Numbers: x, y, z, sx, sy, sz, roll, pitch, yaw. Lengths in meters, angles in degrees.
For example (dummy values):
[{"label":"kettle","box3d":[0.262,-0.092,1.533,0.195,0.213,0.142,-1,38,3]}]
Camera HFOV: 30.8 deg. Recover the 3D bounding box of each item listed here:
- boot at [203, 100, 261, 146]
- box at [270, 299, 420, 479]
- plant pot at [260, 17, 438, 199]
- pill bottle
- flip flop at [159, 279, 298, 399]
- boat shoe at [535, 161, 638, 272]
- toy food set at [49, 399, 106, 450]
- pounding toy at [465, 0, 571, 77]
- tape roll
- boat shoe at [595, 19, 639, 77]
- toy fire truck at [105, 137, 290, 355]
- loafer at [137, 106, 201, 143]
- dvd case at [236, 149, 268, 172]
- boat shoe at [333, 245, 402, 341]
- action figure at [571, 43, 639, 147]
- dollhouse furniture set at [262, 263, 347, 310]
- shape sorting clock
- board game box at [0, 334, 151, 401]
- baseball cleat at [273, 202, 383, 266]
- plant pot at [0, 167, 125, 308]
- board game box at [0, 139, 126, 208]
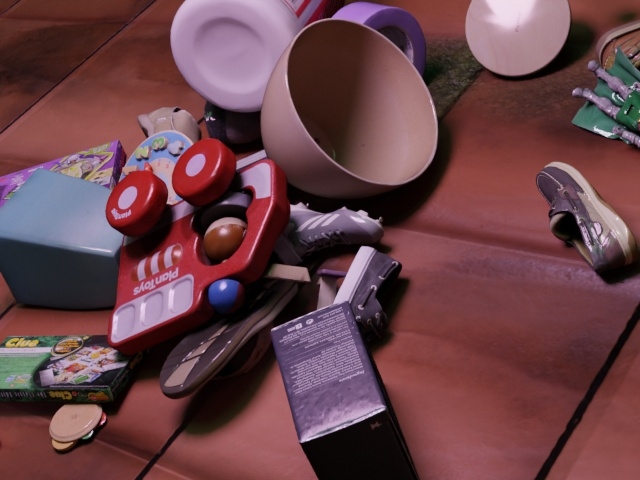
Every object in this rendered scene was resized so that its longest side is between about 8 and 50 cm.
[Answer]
[{"label":"boot","box3d":[-0.078,-0.286,2.140,0.222,0.118,0.338,-6,45,11]},{"label":"box","box3d":[0.029,0.201,1.391,0.108,0.153,0.207,-22,35,2]},{"label":"plant pot","box3d":[0.015,-0.178,1.828,0.191,0.284,0.284,-34,19,47]},{"label":"pill bottle","box3d":[-0.086,-0.415,2.037,0.229,0.229,0.408,-5,33,24]},{"label":"flip flop","box3d":[-0.114,0.142,1.618,0.112,0.080,0.277,-11,20,37]},{"label":"boat shoe","box3d":[0.346,-0.033,1.583,0.073,0.080,0.223,-23,40,-9]},{"label":"toy food set","box3d":[-0.343,0.255,1.638,0.082,0.020,0.083,-25,35,-3]},{"label":"pounding toy","box3d":[0.366,-0.387,1.993,0.183,0.110,0.237,39,104,20]},{"label":"tape roll","box3d":[0.088,-0.310,1.987,0.189,0.189,0.080,-42,39,-24]},{"label":"boat shoe","box3d":[0.588,-0.313,1.801,0.307,0.111,0.104,-25,38,14]},{"label":"toy fire truck","box3d":[-0.174,0.016,1.668,0.302,0.169,0.254,-22,50,26]},{"label":"loafer","box3d":[-0.256,-0.182,2.086,0.092,0.102,0.268,-34,36,-5]},{"label":"dvd case","box3d":[-0.142,-0.056,1.888,0.179,0.029,0.239,-20,32,30]},{"label":"boat shoe","box3d":[0.058,0.100,1.583,0.076,0.080,0.228,17,42,9]},{"label":"action figure","box3d":[0.466,-0.185,1.701,0.063,0.137,0.232,8,26,-37]},{"label":"dollhouse furniture set","box3d":[-0.030,0.080,1.638,0.114,0.081,0.091,8,-6,-12]},{"label":"shape sorting clock","box3d":[-0.274,-0.086,1.940,0.206,0.040,0.206,-16,66,41]},{"label":"board game box","box3d":[-0.390,0.188,1.721,0.259,0.030,0.136,-3,33,24]},{"label":"baseball cleat","box3d":[0.000,0.000,1.754,0.206,0.072,0.109,7,57,44]},{"label":"plant pot","box3d":[-0.380,0.010,1.866,0.234,0.166,0.165,10,47,27]},{"label":"board game box","box3d":[-0.531,-0.067,2.137,0.346,0.056,0.208,-16,40,9]}]
